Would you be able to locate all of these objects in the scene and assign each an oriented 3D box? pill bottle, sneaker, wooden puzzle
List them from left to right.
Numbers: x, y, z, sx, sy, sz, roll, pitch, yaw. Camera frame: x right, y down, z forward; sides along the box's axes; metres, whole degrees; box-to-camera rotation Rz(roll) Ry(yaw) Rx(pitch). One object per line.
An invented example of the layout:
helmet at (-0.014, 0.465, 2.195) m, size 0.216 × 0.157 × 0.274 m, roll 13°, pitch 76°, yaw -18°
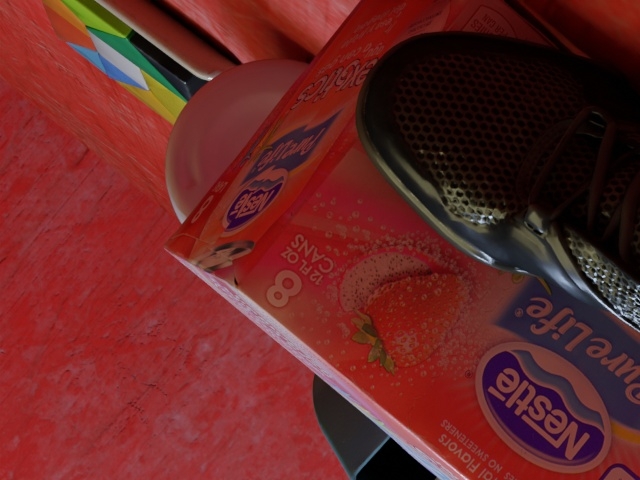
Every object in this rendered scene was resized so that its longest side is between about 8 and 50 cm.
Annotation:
wooden puzzle at (-0.136, -0.141, 1.363) m, size 0.221 × 0.044 × 0.239 m, roll 37°, pitch 174°, yaw 13°
pill bottle at (-0.013, -0.020, 1.140) m, size 0.124 × 0.124 × 0.221 m, roll 37°, pitch 175°, yaw 14°
sneaker at (0.116, -0.009, 0.622) m, size 0.227 × 0.087 × 0.130 m, roll 35°, pitch 172°, yaw 6°

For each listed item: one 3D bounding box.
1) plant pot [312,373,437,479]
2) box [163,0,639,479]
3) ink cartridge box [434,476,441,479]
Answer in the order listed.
plant pot at (0.096, 0.126, 1.430) m, size 0.165 × 0.166 × 0.234 m, roll 41°, pitch 179°, yaw -22°
box at (0.102, 0.046, 0.784) m, size 0.300 × 0.154 × 0.142 m, roll 40°, pitch 174°, yaw -16°
ink cartridge box at (0.164, 0.222, 1.275) m, size 0.175 × 0.072 × 0.127 m, roll 21°, pitch -155°, yaw -24°
